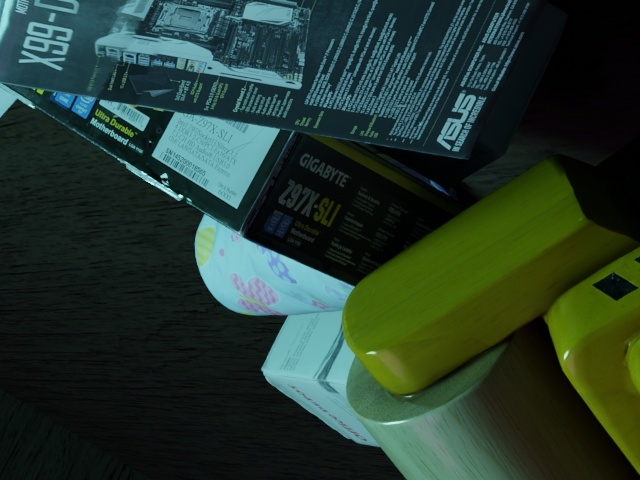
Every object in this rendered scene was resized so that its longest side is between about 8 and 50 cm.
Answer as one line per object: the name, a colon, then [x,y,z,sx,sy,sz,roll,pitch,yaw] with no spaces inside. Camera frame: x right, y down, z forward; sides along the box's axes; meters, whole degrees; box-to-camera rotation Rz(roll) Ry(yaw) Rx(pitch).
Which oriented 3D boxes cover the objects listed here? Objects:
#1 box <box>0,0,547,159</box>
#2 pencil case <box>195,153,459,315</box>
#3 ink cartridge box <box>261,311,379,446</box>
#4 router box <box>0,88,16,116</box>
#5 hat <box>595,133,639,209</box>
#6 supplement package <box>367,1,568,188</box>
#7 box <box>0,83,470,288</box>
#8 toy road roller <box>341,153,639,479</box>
box: [0.000,-0.175,0.832,0.243,0.076,0.307,8,139,-13]
pencil case: [0.000,0.000,1.563,0.124,0.113,0.273,42,157,-19]
ink cartridge box: [0.073,0.139,1.877,0.218,0.092,0.158,1,149,49]
router box: [-0.345,-0.230,1.445,0.335,0.082,0.301,31,161,-14]
hat: [0.260,0.031,1.185,0.331,0.331,0.134,34,-159,-22]
supplement package: [0.040,-0.126,1.174,0.179,0.105,0.105,29,163,-9]
box: [-0.040,-0.052,1.152,0.257,0.079,0.322,29,-178,32]
toy road roller: [0.189,0.076,0.988,0.202,0.330,0.240,52,-166,-27]
